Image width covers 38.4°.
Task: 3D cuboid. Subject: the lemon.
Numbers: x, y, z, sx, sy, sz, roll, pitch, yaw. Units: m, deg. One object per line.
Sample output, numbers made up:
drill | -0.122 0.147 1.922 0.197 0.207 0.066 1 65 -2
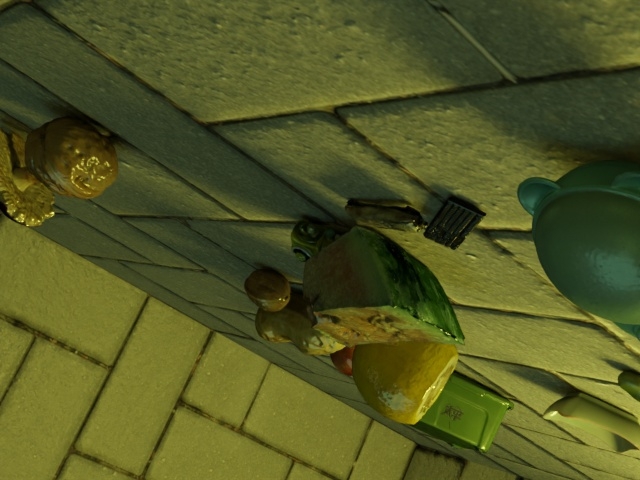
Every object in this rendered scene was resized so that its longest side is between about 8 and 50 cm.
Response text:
lemon | 0.176 0.277 2.075 0.219 0.240 0.240 33 168 17

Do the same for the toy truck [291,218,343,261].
toy truck | 0.000 0.000 1.724 0.111 0.076 0.077 18 144 21

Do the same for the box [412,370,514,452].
box | 0.330 0.455 2.537 0.328 0.178 0.253 28 166 -10

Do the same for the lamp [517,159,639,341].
lamp | 0.361 0.022 1.066 0.209 0.147 0.284 3 155 48

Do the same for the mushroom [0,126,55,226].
mushroom | -0.599 -0.132 2.049 0.301 0.208 0.233 13 -155 4

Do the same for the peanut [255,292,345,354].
peanut | -0.047 0.215 2.369 0.305 0.147 0.147 15 162 37

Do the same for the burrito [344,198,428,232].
burrito | 0.104 -0.038 1.471 0.051 0.042 0.171 23 171 -36

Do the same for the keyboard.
keyboard | 0.203 -0.023 1.415 0.061 0.013 0.204 25 165 2

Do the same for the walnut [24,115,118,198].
walnut | -0.478 -0.154 1.782 0.155 0.155 0.184 12 163 39

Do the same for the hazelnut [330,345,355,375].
hazelnut | 0.089 0.280 2.435 0.150 0.150 0.150 23 165 6

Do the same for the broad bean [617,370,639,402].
broad bean | 0.610 0.282 1.768 0.083 0.045 0.063 31 165 7

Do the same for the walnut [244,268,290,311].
walnut | -0.132 0.122 2.275 0.124 0.105 0.105 20 164 20

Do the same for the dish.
dish | 0.635 0.412 2.107 0.212 0.077 0.151 25 167 0

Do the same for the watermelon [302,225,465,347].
watermelon | 0.105 0.092 1.675 0.302 0.151 0.264 -5 155 39
